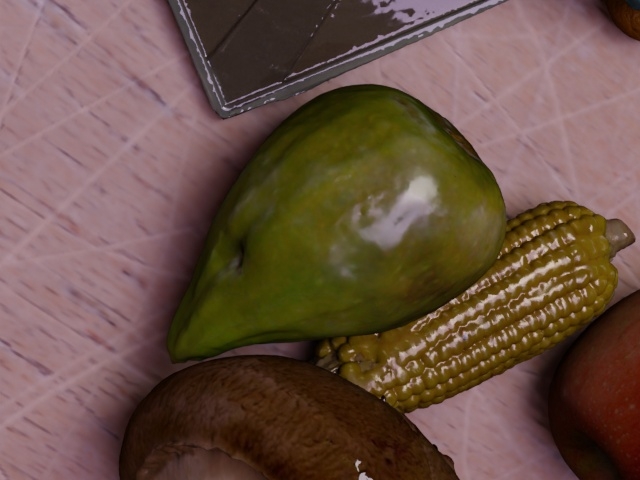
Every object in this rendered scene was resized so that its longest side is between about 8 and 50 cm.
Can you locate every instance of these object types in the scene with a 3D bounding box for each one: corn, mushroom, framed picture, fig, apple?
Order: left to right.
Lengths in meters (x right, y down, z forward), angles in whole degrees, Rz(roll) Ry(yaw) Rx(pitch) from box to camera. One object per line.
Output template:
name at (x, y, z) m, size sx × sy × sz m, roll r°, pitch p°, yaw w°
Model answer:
mushroom at (-0.017, 0.206, 1.161) m, size 0.278 × 0.163 × 0.297 m, roll -6°, pitch 112°, yaw 27°
fig at (0.005, -0.016, 1.162) m, size 0.233 × 0.167 × 0.167 m, roll -12°, pitch 103°, yaw -10°
framed picture at (0.017, -0.208, 1.164) m, size 0.260 × 0.023 × 0.189 m, roll -23°, pitch 110°, yaw 2°
corn at (0.103, 0.050, 1.244) m, size 0.261 × 0.097 × 0.097 m, roll -27°, pitch 107°, yaw -11°
apple at (0.259, 0.114, 1.261) m, size 0.168 × 0.181 × 0.181 m, roll -32°, pitch 108°, yaw -17°

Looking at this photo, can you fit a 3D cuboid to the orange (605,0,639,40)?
orange at (0.240, -0.178, 1.261) m, size 0.085 × 0.085 × 0.085 m, roll -3°, pitch 100°, yaw -19°

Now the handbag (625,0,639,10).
handbag at (0.302, -0.273, 1.211) m, size 0.268 × 0.100 × 0.274 m, roll 17°, pitch 72°, yaw -21°
